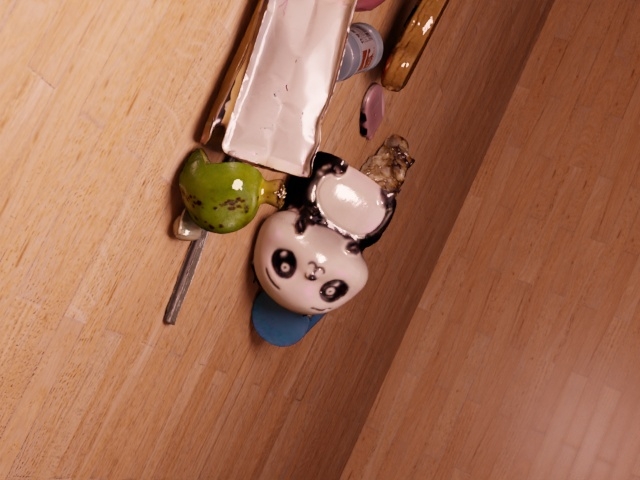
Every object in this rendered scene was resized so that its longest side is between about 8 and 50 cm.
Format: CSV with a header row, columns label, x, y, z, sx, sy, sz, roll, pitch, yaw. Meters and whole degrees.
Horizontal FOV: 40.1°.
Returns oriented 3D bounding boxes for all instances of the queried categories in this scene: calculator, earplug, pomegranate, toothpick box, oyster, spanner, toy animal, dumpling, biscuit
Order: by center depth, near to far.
label,x,y,z,sx,sy,sz,roll,pitch,yaw
pomegranate,-0.149,-0.068,1.403,0.143,0.169,0.122,100,16,-60
dumpling,-0.220,-0.028,1.451,0.077,0.043,0.059,9,86,-55
spanner,-0.209,-0.002,1.536,0.325,0.026,0.093,-68,162,6
toothpick box,0.049,-0.366,1.702,0.153,0.101,0.101,-36,143,-57
toy animal,0.000,0.000,1.785,0.310,0.251,0.251,-58,160,-6
biscuit,0.241,-0.526,1.970,0.394,0.076,0.368,-63,179,14
earplug,-0.041,0.140,1.995,0.273,0.132,0.132,-27,136,-67
calculator,0.125,-0.303,2.092,0.103,0.024,0.166,-58,158,-27
oyster,0.142,-0.099,2.252,0.204,0.111,0.396,97,20,-45

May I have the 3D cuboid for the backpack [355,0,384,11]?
label,x,y,z,sx,sy,sz,roll,pitch,yaw
backpack,0.106,-0.539,1.517,0.317,0.197,0.283,-49,157,-36

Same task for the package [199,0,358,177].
label,x,y,z,sx,sy,sz,roll,pitch,yaw
package,-0.080,-0.276,1.433,0.221,0.165,0.311,24,-83,67
